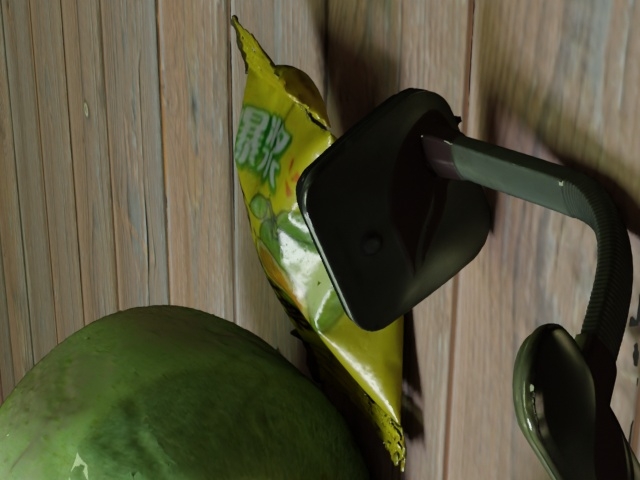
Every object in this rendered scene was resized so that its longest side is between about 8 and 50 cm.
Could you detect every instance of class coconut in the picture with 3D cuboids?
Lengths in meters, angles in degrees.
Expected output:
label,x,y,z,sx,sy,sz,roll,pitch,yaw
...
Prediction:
label,x,y,z,sx,sy,sz,roll,pitch,yaw
coconut,-0.106,0.205,1.264,0.328,0.281,0.328,37,175,4

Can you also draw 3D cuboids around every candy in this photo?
label,x,y,z,sx,sy,sz,roll,pitch,yaw
candy,0.000,0.000,1.148,0.187,0.081,0.297,-138,29,-62

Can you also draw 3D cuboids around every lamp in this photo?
label,x,y,z,sx,sy,sz,roll,pitch,yaw
lamp,0.109,0.054,0.851,0.283,0.124,0.203,44,161,56
